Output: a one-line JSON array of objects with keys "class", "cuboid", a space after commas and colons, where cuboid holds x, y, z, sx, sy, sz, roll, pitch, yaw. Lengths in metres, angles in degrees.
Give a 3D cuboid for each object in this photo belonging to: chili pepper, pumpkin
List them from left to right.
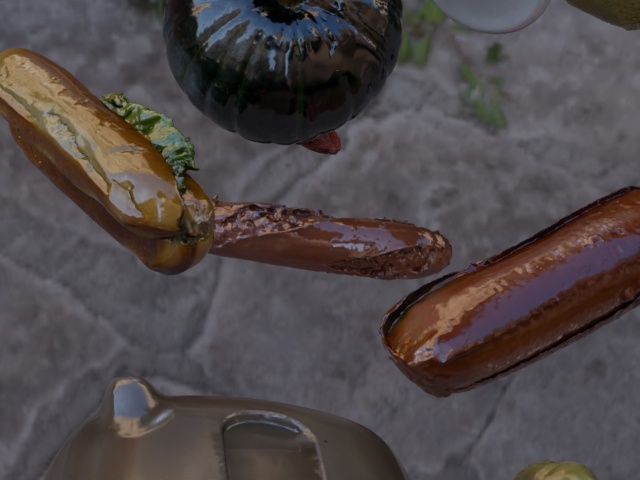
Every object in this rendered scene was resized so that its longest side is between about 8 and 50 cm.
[{"class": "pumpkin", "cuboid": [-0.038, -0.220, 1.466, 0.250, 0.216, 0.249, 1, 76, -2]}, {"class": "chili pepper", "cuboid": [-0.016, -0.117, 1.605, 0.045, 0.027, 0.178, 41, 14, 18]}]

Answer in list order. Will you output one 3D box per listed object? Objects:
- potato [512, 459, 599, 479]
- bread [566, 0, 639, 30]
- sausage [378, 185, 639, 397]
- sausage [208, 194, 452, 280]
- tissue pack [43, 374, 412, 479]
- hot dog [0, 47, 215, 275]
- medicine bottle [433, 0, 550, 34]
[{"class": "potato", "cuboid": [0.150, 0.204, 0.910, 0.070, 0.091, 0.138, 32, 48, -29]}, {"class": "bread", "cuboid": [0.326, -0.368, 1.656, 0.270, 0.148, 0.269, 25, 45, -28]}, {"class": "sausage", "cuboid": [0.197, 0.045, 1.252, 0.330, 0.102, 0.102, -24, 57, -25]}, {"class": "sausage", "cuboid": [-0.001, 0.000, 1.793, 0.327, 0.079, 0.087, 7, 14, 1]}, {"class": "tissue pack", "cuboid": [-0.045, 0.258, 0.811, 0.267, 0.276, 0.387, 5, 28, -9]}, {"class": "hot dog", "cuboid": [-0.196, -0.080, 1.363, 0.100, 0.135, 0.337, -40, 49, -15]}, {"class": "medicine bottle", "cuboid": [0.153, -0.251, 1.052, 0.095, 0.095, 0.260, 20, 47, 11]}]
